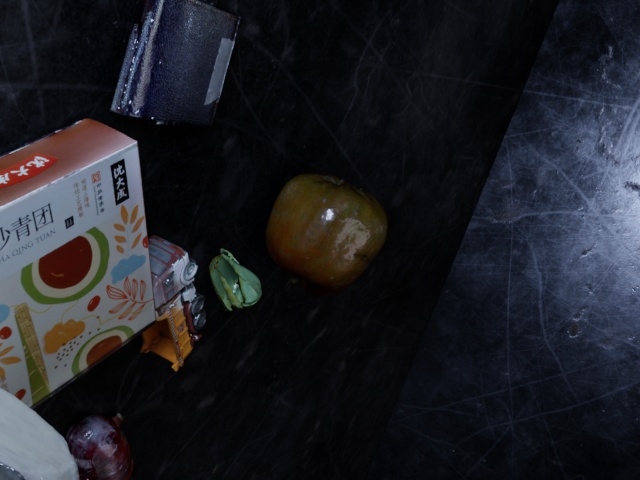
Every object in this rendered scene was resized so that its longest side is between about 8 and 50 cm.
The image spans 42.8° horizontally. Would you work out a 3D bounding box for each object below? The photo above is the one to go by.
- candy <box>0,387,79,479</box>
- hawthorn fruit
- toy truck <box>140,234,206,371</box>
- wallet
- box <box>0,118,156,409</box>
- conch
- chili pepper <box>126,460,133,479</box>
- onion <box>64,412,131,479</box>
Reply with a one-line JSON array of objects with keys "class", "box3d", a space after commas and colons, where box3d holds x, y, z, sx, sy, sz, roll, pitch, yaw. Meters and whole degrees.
[{"class": "candy", "box3d": [-0.557, 0.384, 1.166, 0.426, 0.386, 0.186, -61, -169, 10]}, {"class": "hawthorn fruit", "box3d": [0.000, 0.000, 1.862, 0.300, 0.268, 0.268, -58, 154, 6]}, {"class": "toy truck", "box3d": [-0.306, 0.123, 1.588, 0.135, 0.114, 0.270, -50, 152, -36]}, {"class": "wallet", "box3d": [-0.242, -0.308, 1.394, 0.262, 0.071, 0.220, -5, 112, -63]}, {"class": "box", "box3d": [-0.436, 0.054, 1.279, 0.344, 0.122, 0.385, -37, 142, -41]}, {"class": "conch", "box3d": [-0.198, 0.095, 1.801, 0.105, 0.079, 0.170, -60, 138, -21]}, {"class": "chili pepper", "box3d": [-0.461, 0.582, 1.741, 0.063, 0.071, 0.272, 28, 86, -30]}, {"class": "onion", "box3d": [-0.427, 0.429, 1.641, 0.151, 0.098, 0.205, -48, 148, -26]}]
